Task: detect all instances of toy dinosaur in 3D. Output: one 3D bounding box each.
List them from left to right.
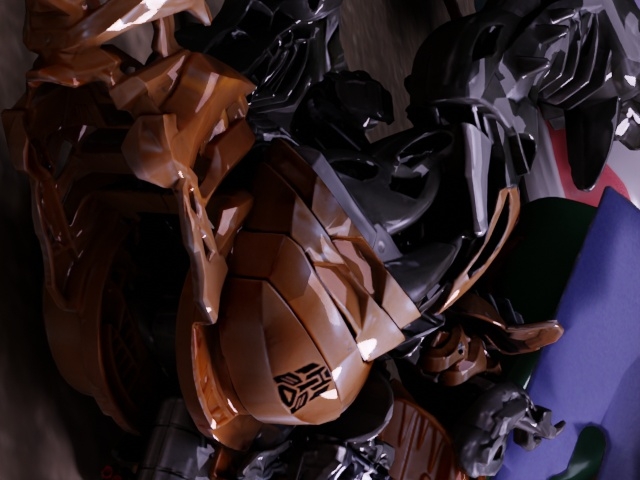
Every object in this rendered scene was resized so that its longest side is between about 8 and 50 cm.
[{"bbox_3d":[0.000,0.000,0.437,0.322,0.164,0.218,91,24,-48],"label":"toy dinosaur"}]

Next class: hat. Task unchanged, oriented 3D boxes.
[{"bbox_3d":[0.098,0.007,0.857,0.208,0.183,0.173,-56,146,10],"label":"hat"}]

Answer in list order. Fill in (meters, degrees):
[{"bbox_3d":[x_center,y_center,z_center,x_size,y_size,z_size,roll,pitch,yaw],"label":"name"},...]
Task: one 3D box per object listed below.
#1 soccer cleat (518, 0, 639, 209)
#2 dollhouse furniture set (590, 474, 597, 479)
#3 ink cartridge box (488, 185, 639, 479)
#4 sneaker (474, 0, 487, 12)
[{"bbox_3d":[0.160,-0.161,0.960,0.108,0.116,0.318,-13,94,-70],"label":"soccer cleat"},{"bbox_3d":[0.208,0.119,0.968,0.151,0.123,0.144,-75,149,-48],"label":"dollhouse furniture set"},{"bbox_3d":[0.208,0.168,0.692,0.307,0.072,0.304,37,59,-19],"label":"ink cartridge box"},{"bbox_3d":[0.091,-0.220,0.733,0.319,0.127,0.208,49,24,-55],"label":"sneaker"}]
